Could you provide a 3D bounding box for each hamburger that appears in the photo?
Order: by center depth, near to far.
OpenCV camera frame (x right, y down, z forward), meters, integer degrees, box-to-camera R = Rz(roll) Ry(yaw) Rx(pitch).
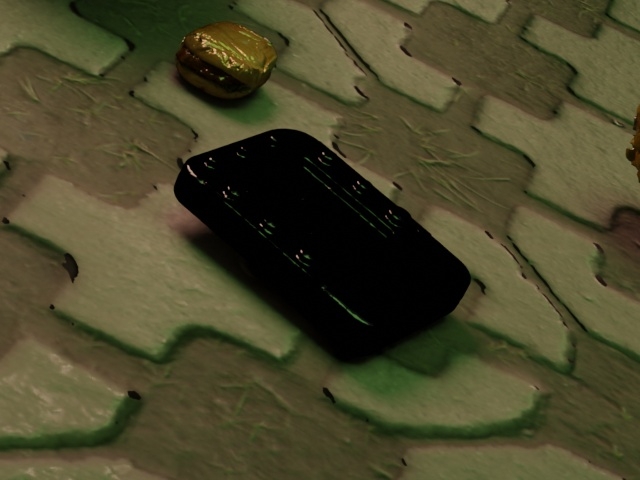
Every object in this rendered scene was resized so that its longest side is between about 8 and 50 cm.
[{"bbox_3d":[-0.076,-0.142,1.535,0.076,0.044,0.083,34,32,13],"label":"hamburger"}]

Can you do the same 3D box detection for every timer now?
[{"bbox_3d":[0.000,0.000,1.357,0.187,0.055,0.144,41,35,19],"label":"timer"}]

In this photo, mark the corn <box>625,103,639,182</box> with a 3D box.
[{"bbox_3d":[0.435,-0.034,1.525,0.387,0.144,0.144,20,25,25],"label":"corn"}]
